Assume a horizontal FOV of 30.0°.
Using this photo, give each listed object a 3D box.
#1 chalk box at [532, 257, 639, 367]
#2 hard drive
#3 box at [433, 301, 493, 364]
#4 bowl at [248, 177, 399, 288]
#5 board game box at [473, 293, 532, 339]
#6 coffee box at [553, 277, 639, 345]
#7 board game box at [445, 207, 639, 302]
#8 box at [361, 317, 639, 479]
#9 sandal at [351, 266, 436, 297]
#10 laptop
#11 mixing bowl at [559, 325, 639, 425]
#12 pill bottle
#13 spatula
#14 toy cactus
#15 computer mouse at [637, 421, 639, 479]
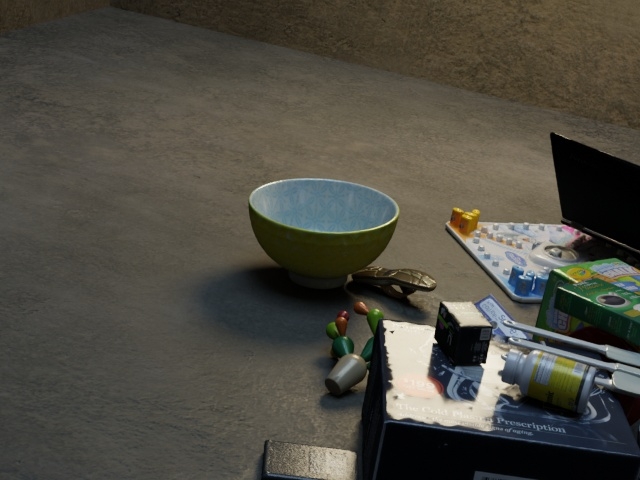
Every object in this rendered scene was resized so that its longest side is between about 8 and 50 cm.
[{"bbox_3d":[0.495,0.148,2.087,0.179,0.180,0.289,-8,26,-36],"label":"chalk box"},{"bbox_3d":[-0.015,0.319,1.677,0.135,0.022,0.094,8,22,-3],"label":"hard drive"},{"bbox_3d":[0.202,0.130,1.695,0.052,0.062,0.083,1,22,-17],"label":"box"},{"bbox_3d":[0.000,0.000,2.278,0.290,0.156,0.289,5,22,-2],"label":"bowl"},{"bbox_3d":[0.282,0.192,1.939,0.136,0.035,0.201,-29,51,-12],"label":"board game box"},{"bbox_3d":[0.473,0.112,1.880,0.113,0.040,0.184,-11,26,-42],"label":"coffee box"},{"bbox_3d":[0.516,0.027,2.557,0.390,0.050,0.390,1,23,-18],"label":"board game box"},{"bbox_3d":[0.236,0.272,1.682,0.343,0.178,0.312,8,21,-2],"label":"box"},{"bbox_3d":[0.142,0.084,2.288,0.180,0.049,0.072,4,18,31],"label":"sandal"},{"bbox_3d":[0.723,-0.082,2.527,0.382,0.236,0.408,28,28,36],"label":"laptop"},{"bbox_3d":[0.459,0.232,1.899,0.098,0.181,0.181,12,16,-36],"label":"mixing bowl"},{"bbox_3d":[0.305,0.184,1.598,0.116,0.065,0.065,17,23,18],"label":"pill bottle"},{"bbox_3d":[0.380,0.171,1.724,0.242,0.019,0.168,15,22,5],"label":"spatula"},{"bbox_3d":[0.074,0.194,1.952,0.219,0.112,0.180,26,46,31],"label":"toy cactus"},{"bbox_3d":[0.492,0.359,1.629,0.060,0.184,0.262,-4,-23,32],"label":"computer mouse"}]
